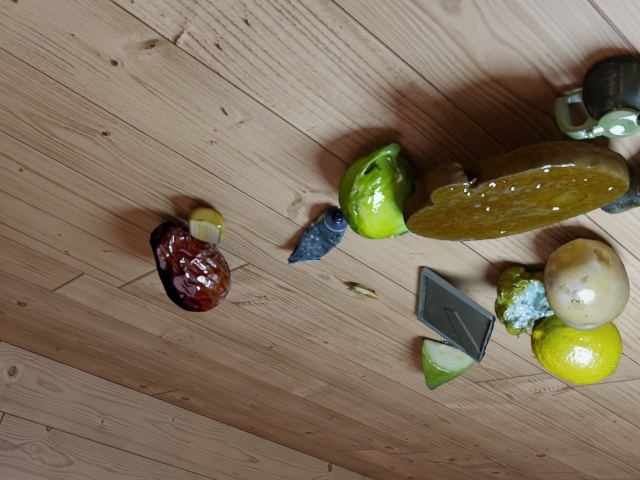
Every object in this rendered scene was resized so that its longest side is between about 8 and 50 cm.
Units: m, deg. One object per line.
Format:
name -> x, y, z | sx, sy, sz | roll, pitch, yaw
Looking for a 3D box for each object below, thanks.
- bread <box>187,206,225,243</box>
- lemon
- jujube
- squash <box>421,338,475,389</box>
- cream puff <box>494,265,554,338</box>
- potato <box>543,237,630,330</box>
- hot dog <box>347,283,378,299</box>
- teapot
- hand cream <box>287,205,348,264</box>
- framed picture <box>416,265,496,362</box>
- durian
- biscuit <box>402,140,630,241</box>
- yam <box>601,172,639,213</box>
bread -> -0.237, -0.039, 1.445 | 0.082, 0.056, 0.115 | 16, 157, 1
lemon -> 0.559, 0.225, 1.502 | 0.193, 0.181, 0.180 | 5, 151, 11
jujube -> -0.301, 0.056, 1.542 | 0.168, 0.168, 0.236 | -5, 136, 28
squash -> 0.309, 0.366, 1.929 | 0.169, 0.093, 0.252 | 16, 151, -12
cream puff -> 0.427, 0.115, 1.419 | 0.156, 0.156, 0.121 | 16, -166, -7
potato -> 0.505, 0.092, 1.293 | 0.150, 0.146, 0.234 | -22, 139, 28
hot dog -> 0.103, 0.121, 1.641 | 0.083, 0.021, 0.037 | 24, 170, -27
teapot -> 0.389, -0.177, 0.920 | 0.092, 0.091, 0.124 | 24, 149, -19
hand cream -> -0.001, 0.000, 1.428 | 0.075, 0.052, 0.248 | 19, 151, -11
framed picture -> 0.305, 0.177, 1.569 | 0.192, 0.018, 0.265 | 37, 159, 23
durian -> 0.100, -0.079, 1.206 | 0.139, 0.101, 0.250 | -29, 145, 0
biscuit -> 0.284, -0.076, 1.081 | 0.314, 0.063, 0.367 | 11, 159, -35
yam -> 0.513, -0.092, 1.019 | 0.061, 0.061, 0.253 | 18, 161, -12
